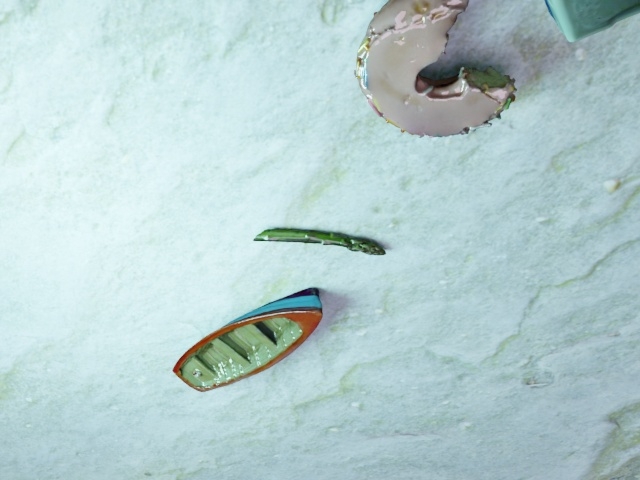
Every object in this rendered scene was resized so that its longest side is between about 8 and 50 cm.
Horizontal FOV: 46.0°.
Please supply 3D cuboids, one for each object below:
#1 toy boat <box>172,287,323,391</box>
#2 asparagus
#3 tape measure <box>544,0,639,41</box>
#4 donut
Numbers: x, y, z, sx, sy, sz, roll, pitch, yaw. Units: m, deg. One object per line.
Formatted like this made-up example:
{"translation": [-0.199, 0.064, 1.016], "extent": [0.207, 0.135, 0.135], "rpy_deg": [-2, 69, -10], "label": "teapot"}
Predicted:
{"translation": [-0.136, 0.194, 1.478], "extent": [0.392, 0.079, 0.136], "rpy_deg": [-32, 118, 31], "label": "toy boat"}
{"translation": [0.000, 0.001, 1.325], "extent": [0.236, 0.027, 0.034], "rpy_deg": [7, 136, 1], "label": "asparagus"}
{"translation": [0.353, -0.392, 0.863], "extent": [0.262, 0.138, 0.259], "rpy_deg": [-16, 129, 20], "label": "tape measure"}
{"translation": [0.151, -0.246, 1.051], "extent": [0.199, 0.085, 0.233], "rpy_deg": [-19, 126, 22], "label": "donut"}
